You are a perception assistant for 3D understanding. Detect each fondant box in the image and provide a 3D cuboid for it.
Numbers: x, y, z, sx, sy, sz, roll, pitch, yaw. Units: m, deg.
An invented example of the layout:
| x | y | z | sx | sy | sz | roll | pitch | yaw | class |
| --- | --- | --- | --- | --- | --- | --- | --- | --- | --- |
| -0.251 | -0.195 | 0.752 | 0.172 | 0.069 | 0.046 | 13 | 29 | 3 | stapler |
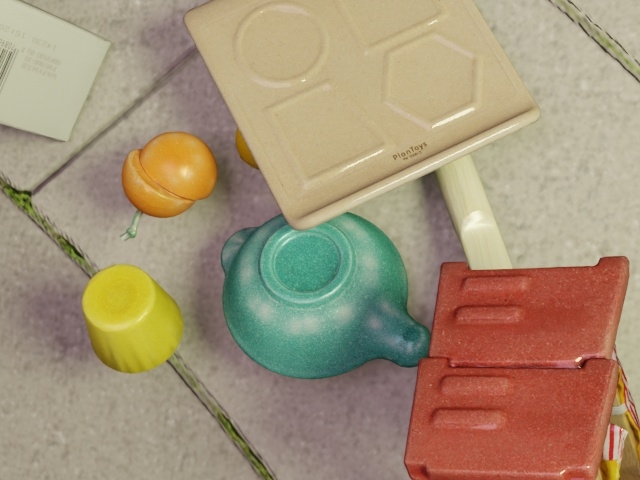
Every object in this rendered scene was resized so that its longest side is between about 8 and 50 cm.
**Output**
| x | y | z | sx | sy | sz | roll | pitch | yaw | class |
| --- | --- | --- | --- | --- | --- | --- | --- | --- | --- |
| -0.362 | -0.194 | 1.100 | 0.330 | 0.238 | 0.096 | 27 | 95 | 21 | fondant box |

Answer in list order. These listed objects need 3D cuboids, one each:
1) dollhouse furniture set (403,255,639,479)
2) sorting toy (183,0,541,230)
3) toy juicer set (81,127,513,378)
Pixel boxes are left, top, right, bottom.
| x | y | z | sx | sy | sz | roll | pitch | yaw | class |
| --- | --- | --- | --- | --- | --- | --- | --- | --- | --- |
| 0.256 | 0.129 | 0.820 | 0.374 | 0.201 | 0.152 | -1 | 49 | 23 | dollhouse furniture set |
| 0.027 | -0.122 | 1.019 | 0.193 | 0.038 | 0.208 | -25 | 65 | -6 | sorting toy |
| 0.000 | 0.000 | 1.036 | 0.329 | 0.089 | 0.209 | 2 | 64 | 9 | toy juicer set |
